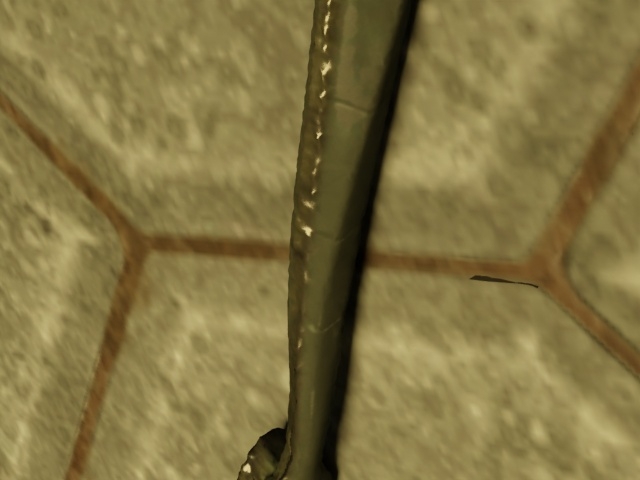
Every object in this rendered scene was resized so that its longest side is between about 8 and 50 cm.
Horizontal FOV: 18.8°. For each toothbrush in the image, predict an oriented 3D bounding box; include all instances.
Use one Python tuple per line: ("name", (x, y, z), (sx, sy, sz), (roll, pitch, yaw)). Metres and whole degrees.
("toothbrush", (0.000, 0.000, 0.604), (0.030, 0.030, 0.297), (47, 146, 32))
